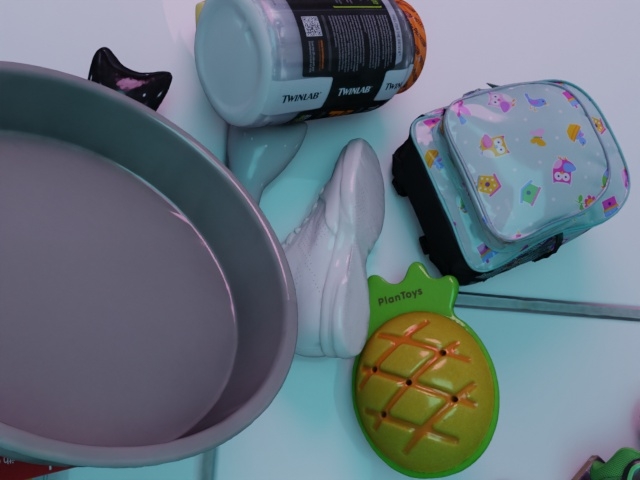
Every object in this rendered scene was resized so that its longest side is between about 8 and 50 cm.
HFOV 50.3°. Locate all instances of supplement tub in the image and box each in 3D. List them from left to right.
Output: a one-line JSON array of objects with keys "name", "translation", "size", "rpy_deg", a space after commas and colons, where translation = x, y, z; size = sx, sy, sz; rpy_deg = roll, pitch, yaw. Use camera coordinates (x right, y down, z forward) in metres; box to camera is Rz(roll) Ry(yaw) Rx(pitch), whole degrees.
[{"name": "supplement tub", "translation": [-0.002, -0.165, 0.597], "size": [0.190, 0.117, 0.116], "rpy_deg": [-16, 82, -38]}]

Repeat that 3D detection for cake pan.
[{"name": "cake pan", "translation": [-0.148, 0.010, 0.424], "size": [0.293, 0.054, 0.293], "rpy_deg": [27, 37, -23]}]

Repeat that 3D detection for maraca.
[{"name": "maraca", "translation": [0.084, 0.110, 0.593], "size": [0.127, 0.099, 0.185], "rpy_deg": [-17, 66, 13]}]

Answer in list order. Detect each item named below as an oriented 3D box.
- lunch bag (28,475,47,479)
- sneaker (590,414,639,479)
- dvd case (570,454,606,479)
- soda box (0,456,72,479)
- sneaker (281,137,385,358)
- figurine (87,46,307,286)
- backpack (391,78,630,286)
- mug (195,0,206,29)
[{"name": "lunch bag", "translation": [-0.324, 0.141, 0.472], "size": [0.263, 0.160, 0.223], "rpy_deg": [1, 75, -23]}, {"name": "sneaker", "translation": [0.398, 0.179, 0.626], "size": [0.344, 0.134, 0.146], "rpy_deg": [-22, 63, -26]}, {"name": "dvd case", "translation": [0.240, 0.334, 0.613], "size": [0.221, 0.018, 0.164], "rpy_deg": [-41, 82, -17]}, {"name": "soda box", "translation": [-0.175, 0.110, 0.466], "size": [0.263, 0.092, 0.083], "rpy_deg": [5, 73, -53]}, {"name": "sneaker", "translation": [0.000, 0.000, 0.615], "size": [0.094, 0.080, 0.212], "rpy_deg": [-3, 60, 28]}, {"name": "figurine", "translation": [-0.127, -0.048, 0.589], "size": [0.215, 0.092, 0.209], "rpy_deg": [18, 72, -9]}, {"name": "backpack", "translation": [0.183, -0.064, 0.627], "size": [0.189, 0.144, 0.165], "rpy_deg": [-19, 78, -18]}, {"name": "mug", "translation": [-0.091, -0.185, 0.633], "size": [0.078, 0.062, 0.064], "rpy_deg": [0, 87, -36]}]
